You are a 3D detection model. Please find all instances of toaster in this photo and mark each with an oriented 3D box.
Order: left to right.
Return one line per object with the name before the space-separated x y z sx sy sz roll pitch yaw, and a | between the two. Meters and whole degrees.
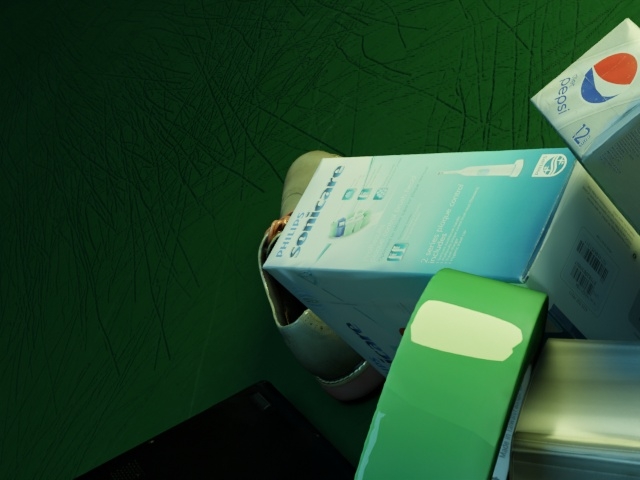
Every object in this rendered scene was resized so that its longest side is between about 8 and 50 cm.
toaster | 0.195 0.161 0.918 0.110 0.186 0.168 3 25 17

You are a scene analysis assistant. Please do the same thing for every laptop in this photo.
laptop | -0.114 0.381 1.215 0.408 0.236 0.382 -27 31 -16

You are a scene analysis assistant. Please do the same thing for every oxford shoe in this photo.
oxford shoe | 0.000 0.000 1.405 0.123 0.130 0.348 -35 35 17

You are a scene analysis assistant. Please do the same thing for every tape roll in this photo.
tape roll | 0.078 0.181 0.923 0.077 0.321 0.321 15 61 13

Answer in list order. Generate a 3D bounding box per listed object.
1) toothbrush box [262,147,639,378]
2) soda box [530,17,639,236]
toothbrush box | 0.134 0.037 1.146 0.295 0.216 0.126 3 57 48
soda box | 0.275 -0.022 0.988 0.091 0.286 0.098 -40 33 10
